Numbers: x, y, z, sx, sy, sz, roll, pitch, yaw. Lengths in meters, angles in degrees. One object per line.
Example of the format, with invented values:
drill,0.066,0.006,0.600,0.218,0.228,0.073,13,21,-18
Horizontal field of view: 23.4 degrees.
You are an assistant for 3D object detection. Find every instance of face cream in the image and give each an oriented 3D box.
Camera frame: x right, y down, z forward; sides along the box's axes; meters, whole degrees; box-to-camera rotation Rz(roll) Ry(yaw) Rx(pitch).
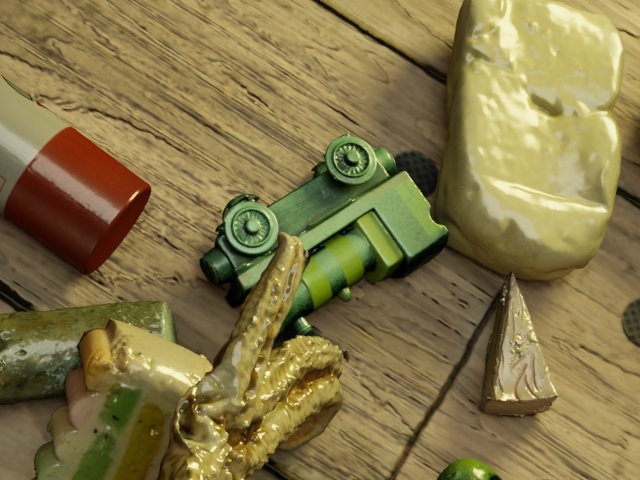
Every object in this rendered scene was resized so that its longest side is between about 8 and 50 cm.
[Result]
face cream,-0.253,-0.070,1.288,0.214,0.096,0.096,36,68,3

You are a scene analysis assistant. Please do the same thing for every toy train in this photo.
toy train,0.000,0.000,1.320,0.200,0.083,0.132,-33,83,-19

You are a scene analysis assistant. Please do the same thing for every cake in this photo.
cake,-0.162,0.179,1.182,0.109,0.090,0.225,22,87,-19
cake,0.172,0.090,1.338,0.065,0.052,0.121,7,68,-3

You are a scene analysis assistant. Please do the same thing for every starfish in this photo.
starfish,-0.071,0.214,1.101,0.082,0.324,0.432,6,55,14

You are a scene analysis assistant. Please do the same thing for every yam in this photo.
yam,-0.199,0.091,1.250,0.179,0.078,0.078,-4,71,-13

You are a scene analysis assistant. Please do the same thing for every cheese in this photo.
cheese,0.187,-0.095,1.386,0.159,0.093,0.263,9,70,-5

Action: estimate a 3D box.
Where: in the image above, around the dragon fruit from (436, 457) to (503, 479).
dragon fruit,0.115,0.320,1.176,0.268,0.130,0.295,4,72,19
